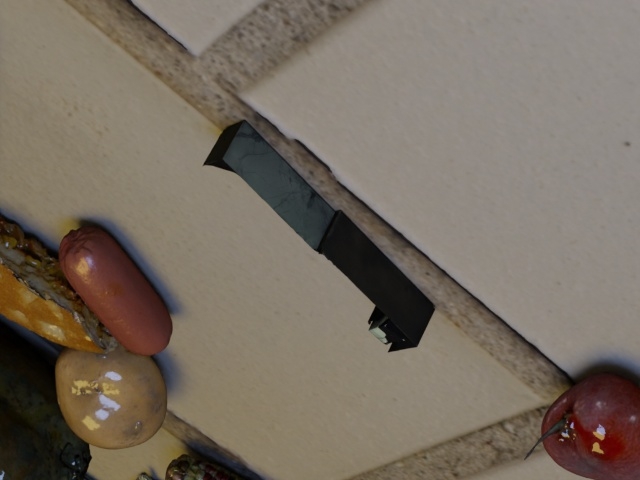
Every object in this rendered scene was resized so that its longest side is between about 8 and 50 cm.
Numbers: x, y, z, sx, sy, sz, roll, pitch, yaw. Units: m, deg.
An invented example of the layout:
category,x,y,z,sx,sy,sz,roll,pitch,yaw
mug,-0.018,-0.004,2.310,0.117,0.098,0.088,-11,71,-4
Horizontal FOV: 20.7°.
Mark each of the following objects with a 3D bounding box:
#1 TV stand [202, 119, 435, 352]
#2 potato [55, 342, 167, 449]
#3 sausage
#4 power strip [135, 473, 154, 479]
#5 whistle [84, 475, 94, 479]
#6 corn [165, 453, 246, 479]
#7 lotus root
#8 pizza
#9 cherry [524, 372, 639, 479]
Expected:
category,x,y,z,sx,sy,sz,roll,pitch,yaw
TV stand,0.000,0.000,1.533,0.040,0.049,0.256,-16,128,46
potato,-0.220,0.160,1.842,0.112,0.112,0.147,-4,129,37
sausage,-0.200,0.049,1.716,0.062,0.062,0.154,-3,135,36
power strip,-0.193,0.335,2.119,0.047,0.030,0.191,12,144,19
whistle,-0.409,0.295,2.097,0.289,0.163,0.163,39,144,-17
corn,-0.068,0.324,1.973,0.253,0.086,0.086,30,146,-6
lotus root,-0.410,0.197,1.888,0.346,0.250,0.250,32,146,-7
pizza,-0.305,0.033,1.765,0.246,0.058,0.127,30,149,4
cherry,0.252,0.169,1.559,0.106,0.087,0.126,-15,147,36
